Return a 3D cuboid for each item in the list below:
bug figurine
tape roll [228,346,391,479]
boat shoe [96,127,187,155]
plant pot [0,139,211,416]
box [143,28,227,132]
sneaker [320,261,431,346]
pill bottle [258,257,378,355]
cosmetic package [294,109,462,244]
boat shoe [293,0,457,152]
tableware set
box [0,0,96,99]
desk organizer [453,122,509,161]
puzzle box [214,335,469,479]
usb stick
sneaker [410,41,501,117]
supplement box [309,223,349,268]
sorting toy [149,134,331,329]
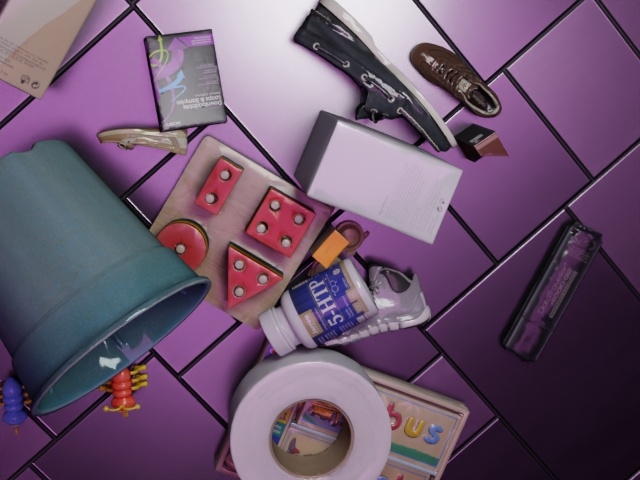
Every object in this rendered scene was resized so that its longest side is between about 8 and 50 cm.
[{"bbox_3d":[-0.451,0.226,1.817,0.279,0.072,0.216,-8,102,-5],"label":"bug figurine"},{"bbox_3d":[-0.021,0.335,1.825,0.286,0.100,0.286,-1,101,-7],"label":"tape roll"},{"bbox_3d":[-0.304,-0.168,1.768,0.153,0.056,0.048,-1,97,-14],"label":"boat shoe"},{"bbox_3d":[-0.407,0.042,1.646,0.341,0.341,0.334,-38,82,1],"label":"plant pot"},{"bbox_3d":[-0.227,-0.270,1.748,0.116,0.029,0.162,-11,95,-17],"label":"box"},{"bbox_3d":[0.078,0.108,1.864,0.229,0.086,0.132,-13,95,-11],"label":"sneaker"},{"bbox_3d":[-0.005,0.120,1.778,0.187,0.112,0.112,-29,103,4],"label":"pill bottle"},{"bbox_3d":[0.090,-0.113,1.741,0.225,0.224,0.138,19,98,-11],"label":"cosmetic package"},{"bbox_3d":[0.088,-0.259,1.763,0.113,0.127,0.340,-43,101,4],"label":"boat shoe"},{"bbox_3d":[0.000,0.000,1.857,0.169,0.020,0.141,37,92,-11],"label":"tableware set"},{"bbox_3d":[-0.435,-0.398,1.648,0.121,0.148,0.311,28,98,-31],"label":"box"},{"bbox_3d":[0.280,-0.165,1.803,0.047,0.130,0.050,-33,105,0],"label":"desk organizer"},{"bbox_3d":[0.041,0.362,1.916,0.409,0.052,0.272,20,97,-10],"label":"puzzle box"},{"bbox_3d":[0.429,0.098,1.918,0.077,0.045,0.278,27,97,-4],"label":"usb stick"},{"bbox_3d":[0.244,-0.282,1.805,0.188,0.071,0.066,34,95,-12],"label":"sneaker"},{"bbox_3d":[0.015,0.010,1.799,0.036,0.098,0.062,41,93,-7],"label":"supplement box"},{"bbox_3d":[-0.152,-0.007,1.788,0.257,0.089,0.255,31,96,-7],"label":"sorting toy"}]
